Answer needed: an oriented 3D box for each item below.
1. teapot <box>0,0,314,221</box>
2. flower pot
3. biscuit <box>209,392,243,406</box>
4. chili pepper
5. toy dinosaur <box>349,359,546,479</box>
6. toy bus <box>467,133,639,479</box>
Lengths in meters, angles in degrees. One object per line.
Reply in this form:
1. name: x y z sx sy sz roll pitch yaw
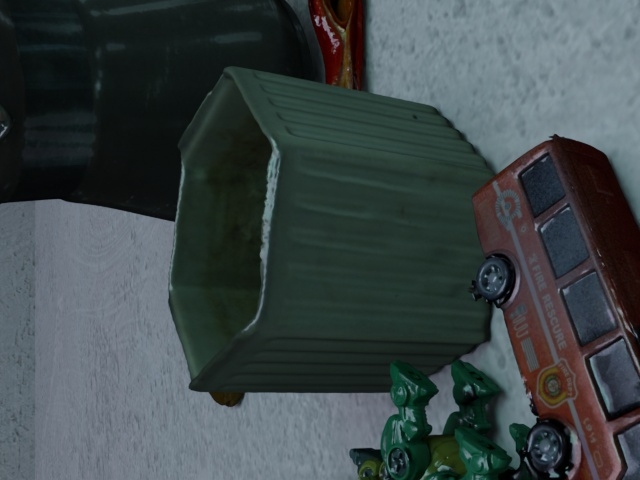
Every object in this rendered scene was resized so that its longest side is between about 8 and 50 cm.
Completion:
1. teapot: -0.239 -0.165 0.865 0.376 0.362 0.305 27 116 48
2. flower pot: 0.000 0.000 0.623 0.209 0.190 0.239 4 87 64
3. biscuit: -0.131 0.095 1.026 0.290 0.041 0.208 41 122 59
4. chili pepper: 0.018 -0.227 0.792 0.050 0.059 0.267 53 -150 -72
5. toy dinosaur: 0.099 0.178 0.510 0.259 0.094 0.153 28 110 53
6. toy bus: 0.150 0.056 0.447 0.096 0.074 0.234 -47 44 41
